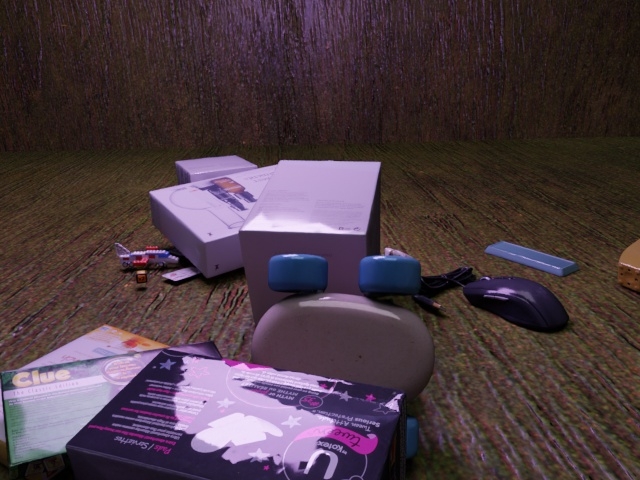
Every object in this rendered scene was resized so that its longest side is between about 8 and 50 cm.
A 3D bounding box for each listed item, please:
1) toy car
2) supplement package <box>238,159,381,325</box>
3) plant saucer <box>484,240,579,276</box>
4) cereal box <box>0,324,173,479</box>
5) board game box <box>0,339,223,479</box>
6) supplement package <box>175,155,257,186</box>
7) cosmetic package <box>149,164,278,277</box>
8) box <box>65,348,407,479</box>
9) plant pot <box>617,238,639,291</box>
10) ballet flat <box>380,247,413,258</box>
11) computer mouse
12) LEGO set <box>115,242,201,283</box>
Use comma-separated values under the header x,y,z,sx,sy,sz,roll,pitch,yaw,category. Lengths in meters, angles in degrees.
x,y,z,sx,sy,sz,roll,pitch,yaw,category
0.035,0.142,0.699,0.211,0.219,0.238,0,-10,8,toy car
0.000,0.000,0.955,0.200,0.197,0.262,2,33,11,supplement package
0.456,0.036,1.169,0.067,0.018,0.192,-15,24,-33,plant saucer
-0.319,0.197,0.706,0.173,0.047,0.240,11,22,26,cereal box
-0.230,0.190,0.645,0.260,0.030,0.136,-3,35,-32,board game box
-0.304,-0.155,1.578,0.194,0.149,0.203,-10,21,-24,supplement package
-0.163,-0.065,1.258,0.378,0.097,0.284,-18,38,-34,cosmetic package
-0.061,0.215,0.463,0.248,0.163,0.142,5,24,19,box
0.611,0.055,1.013,0.083,0.081,0.081,-22,25,-19,plant pot
0.134,0.042,1.119,0.168,0.052,0.057,-14,23,-34,ballet flat
0.287,0.093,0.950,0.184,0.060,0.262,-12,21,-29,computer mouse
-0.320,0.033,1.174,0.183,0.060,0.244,13,21,38,LEGO set
